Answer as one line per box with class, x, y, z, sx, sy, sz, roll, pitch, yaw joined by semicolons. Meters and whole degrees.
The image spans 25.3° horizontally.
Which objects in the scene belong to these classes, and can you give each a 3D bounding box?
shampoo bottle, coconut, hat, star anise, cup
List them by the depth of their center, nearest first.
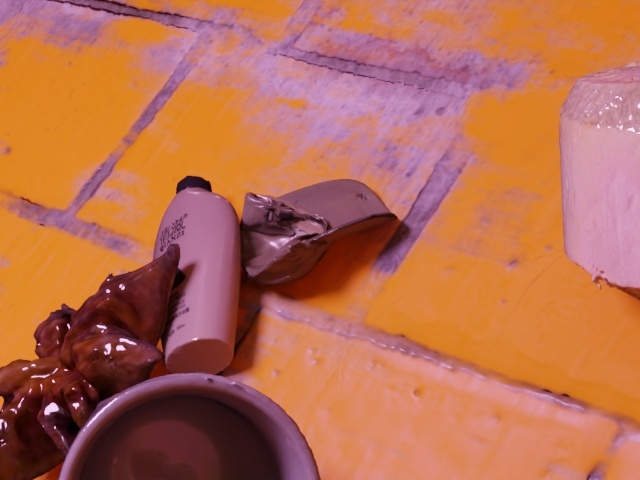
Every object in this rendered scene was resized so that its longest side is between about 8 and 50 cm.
cup;-0.112;0.264;1.322;0.227;0.301;0.257;-25;1;-9
coconut;0.340;-0.044;1.333;0.239;0.244;0.239;-8;11;2
star anise;-0.274;0.146;1.524;0.349;0.109;0.292;-25;25;44
hat;0.000;0.000;1.579;0.175;0.085;0.147;-12;29;-11
shampoo bottle;-0.139;0.030;1.604;0.127;0.078;0.257;-37;39;30
